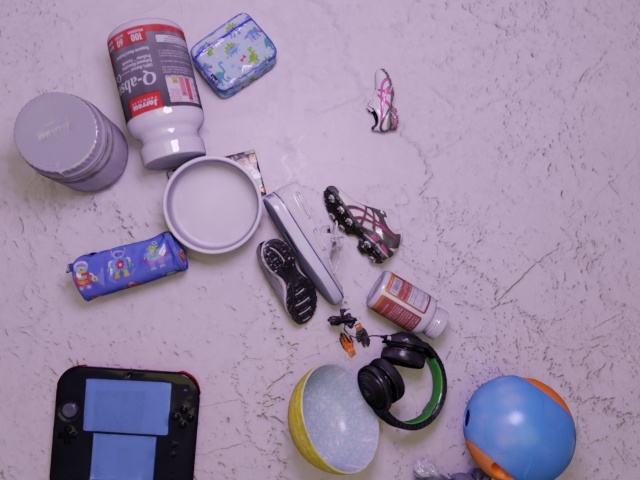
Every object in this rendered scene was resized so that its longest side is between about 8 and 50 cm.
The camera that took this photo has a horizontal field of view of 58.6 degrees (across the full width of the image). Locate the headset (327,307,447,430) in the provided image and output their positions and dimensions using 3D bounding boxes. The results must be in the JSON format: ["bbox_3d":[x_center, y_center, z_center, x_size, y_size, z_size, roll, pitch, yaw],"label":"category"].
[{"bbox_3d":[0.184,0.349,1.591,0.394,0.185,0.243,49,62,-15],"label":"headset"}]

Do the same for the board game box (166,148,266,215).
[{"bbox_3d":[-0.298,-0.166,1.640,0.259,0.030,0.136,-16,90,-5],"label":"board game box"}]

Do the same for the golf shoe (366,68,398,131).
[{"bbox_3d":[0.175,-0.412,1.671,0.086,0.067,0.186,-8,87,-3],"label":"golf shoe"}]

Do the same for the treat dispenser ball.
[{"bbox_3d":[0.530,0.509,1.530,0.288,0.288,0.288,0,86,-4],"label":"treat dispenser ball"}]

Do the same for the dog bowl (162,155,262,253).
[{"bbox_3d":[-0.293,-0.098,1.570,0.265,0.104,0.265,0,94,-7],"label":"dog bowl"}]

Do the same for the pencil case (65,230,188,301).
[{"bbox_3d":[-0.522,0.064,1.563,0.306,0.119,0.133,-17,77,-5],"label":"pencil case"}]

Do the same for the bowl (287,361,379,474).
[{"bbox_3d":[0.006,0.492,1.541,0.156,0.289,0.289,-32,89,36],"label":"bowl"}]

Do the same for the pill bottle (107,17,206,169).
[{"bbox_3d":[-0.436,-0.390,1.551,0.210,0.210,0.363,-14,87,-5],"label":"pill bottle"}]

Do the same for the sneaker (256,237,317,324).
[{"bbox_3d":[-0.096,0.113,1.611,0.100,0.108,0.271,-31,105,-24],"label":"sneaker"}]

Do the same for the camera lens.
[{"bbox_3d":[-0.642,-0.251,1.494,0.219,0.274,0.219,0,86,-4],"label":"camera lens"}]

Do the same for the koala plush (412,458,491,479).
[{"bbox_3d":[0.358,0.712,1.581,0.221,0.203,0.196,2,99,16],"label":"koala plush"}]

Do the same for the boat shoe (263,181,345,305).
[{"bbox_3d":[-0.004,-0.001,1.594,0.156,0.136,0.367,-34,100,-15],"label":"boat shoe"}]

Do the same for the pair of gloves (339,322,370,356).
[{"bbox_3d":[0.100,0.286,1.651,0.083,0.010,0.074,-29,88,-8],"label":"pair of gloves"}]

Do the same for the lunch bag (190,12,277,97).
[{"bbox_3d":[-0.250,-0.532,1.637,0.219,0.090,0.176,-35,87,-7],"label":"lunch bag"}]

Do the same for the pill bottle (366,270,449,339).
[{"bbox_3d":[0.248,0.187,1.612,0.216,0.121,0.121,31,85,-2],"label":"pill bottle"}]

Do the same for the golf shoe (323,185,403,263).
[{"bbox_3d":[0.119,-0.062,1.643,0.120,0.105,0.273,-43,95,-23],"label":"golf shoe"}]

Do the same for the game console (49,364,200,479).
[{"bbox_3d":[-0.532,0.520,1.564,0.386,0.060,0.342,5,86,-4],"label":"game console"}]
